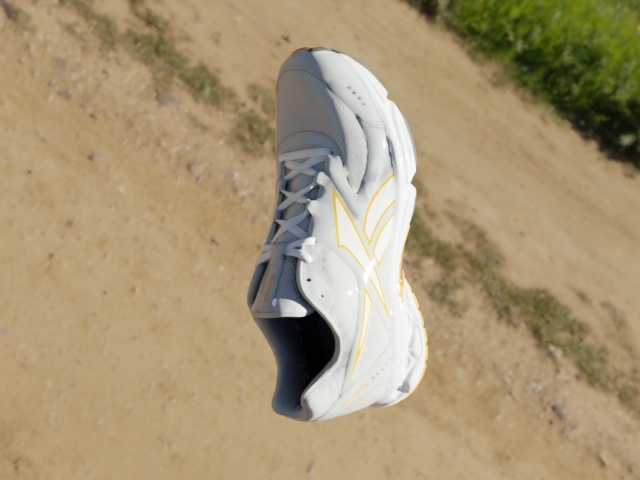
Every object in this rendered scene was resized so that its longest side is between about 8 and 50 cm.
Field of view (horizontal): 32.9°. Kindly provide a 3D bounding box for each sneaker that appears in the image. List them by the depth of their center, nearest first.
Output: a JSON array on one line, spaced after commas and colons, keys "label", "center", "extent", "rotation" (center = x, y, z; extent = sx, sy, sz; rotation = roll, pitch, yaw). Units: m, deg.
[{"label": "sneaker", "center": [0.000, 0.000, 0.739], "extent": [0.121, 0.099, 0.262], "rotation": [-16, 98, -46]}]
